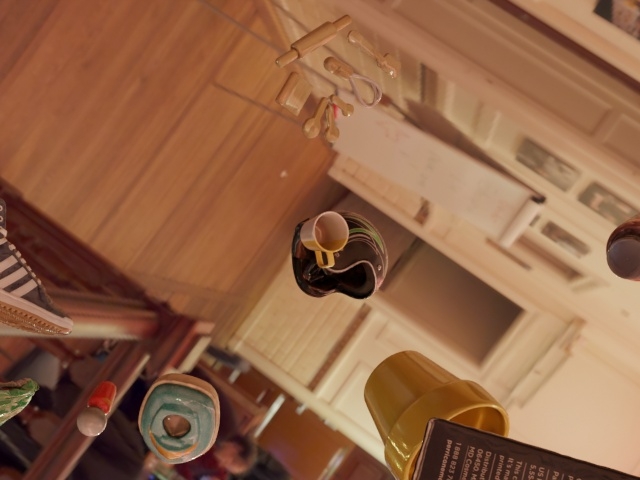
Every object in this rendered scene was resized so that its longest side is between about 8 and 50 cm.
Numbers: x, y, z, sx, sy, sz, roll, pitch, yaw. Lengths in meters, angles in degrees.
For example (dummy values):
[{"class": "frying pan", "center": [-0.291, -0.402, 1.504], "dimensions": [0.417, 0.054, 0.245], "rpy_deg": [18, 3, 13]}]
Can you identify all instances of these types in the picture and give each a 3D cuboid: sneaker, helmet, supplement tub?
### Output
[{"class": "sneaker", "center": [-0.480, 0.035, 1.317], "dimensions": [0.099, 0.282, 0.153], "rpy_deg": [-12, -124, 41]}, {"class": "helmet", "center": [0.042, 0.028, 1.605], "dimensions": [0.162, 0.169, 0.169], "rpy_deg": [-2, 142, -25]}, {"class": "supplement tub", "center": [0.546, 0.008, 1.451], "dimensions": [0.198, 0.106, 0.106], "rpy_deg": [-22, 148, -51]}]

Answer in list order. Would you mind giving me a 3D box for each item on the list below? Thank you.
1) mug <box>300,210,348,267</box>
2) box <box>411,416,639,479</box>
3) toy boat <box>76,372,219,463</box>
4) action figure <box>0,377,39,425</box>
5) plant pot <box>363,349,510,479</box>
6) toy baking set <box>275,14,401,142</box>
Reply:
[{"class": "mug", "center": [-0.002, -0.003, 1.330], "dimensions": [0.064, 0.062, 0.078], "rpy_deg": [-10, -124, 59]}, {"class": "box", "center": [0.291, 0.362, 0.988], "dimensions": [0.293, 0.396, 0.211], "rpy_deg": [59, 47, -73]}, {"class": "toy boat", "center": [-0.399, 0.423, 2.030], "dimensions": [0.148, 0.319, 0.267], "rpy_deg": [-78, 180, -56]}, {"class": "action figure", "center": [-0.642, 0.330, 1.749], "dimensions": [0.137, 0.064, 0.232], "rpy_deg": [-60, 172, 14]}, {"class": "plant pot", "center": [0.215, 0.358, 1.772], "dimensions": [0.254, 0.239, 0.253], "rpy_deg": [-17, 129, -23]}, {"class": "toy baking set", "center": [0.027, -0.286, 1.501], "dimensions": [0.256, 0.030, 0.196], "rpy_deg": [-41, 130, -19]}]
